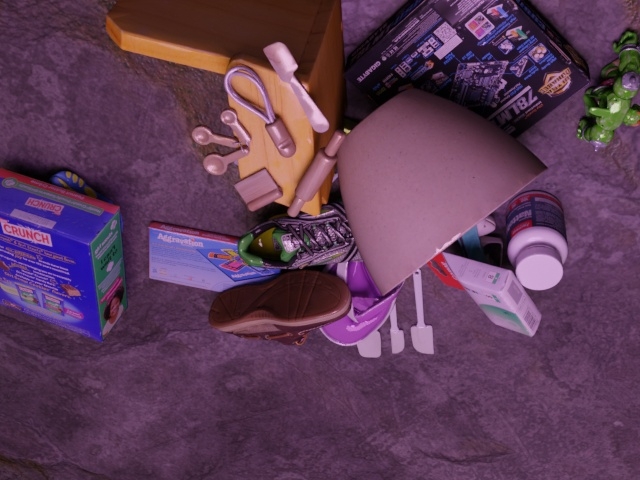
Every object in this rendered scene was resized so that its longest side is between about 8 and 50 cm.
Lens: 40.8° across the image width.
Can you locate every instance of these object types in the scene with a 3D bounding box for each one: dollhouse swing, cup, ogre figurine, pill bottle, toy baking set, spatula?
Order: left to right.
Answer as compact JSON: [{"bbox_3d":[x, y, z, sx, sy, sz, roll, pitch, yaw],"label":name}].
[{"bbox_3d":[-0.132,-0.250,1.359,0.304,0.347,0.315,1,128,8],"label":"dollhouse swing"},{"bbox_3d":[-0.068,-0.140,1.191,0.196,0.030,0.256,30,127,-13],"label":"toy baking set"},{"bbox_3d":[0.151,0.158,1.832,0.168,0.019,0.242,-1,127,12],"label":"spatula"},{"bbox_3d":[0.160,-0.102,1.391,0.331,0.331,0.237,-42,83,33],"label":"cup"},{"bbox_3d":[0.393,0.001,1.563,0.107,0.180,0.108,5,128,6],"label":"pill bottle"},{"bbox_3d":[0.474,-0.228,1.411,0.096,0.118,0.197,31,127,-13],"label":"ogre figurine"}]

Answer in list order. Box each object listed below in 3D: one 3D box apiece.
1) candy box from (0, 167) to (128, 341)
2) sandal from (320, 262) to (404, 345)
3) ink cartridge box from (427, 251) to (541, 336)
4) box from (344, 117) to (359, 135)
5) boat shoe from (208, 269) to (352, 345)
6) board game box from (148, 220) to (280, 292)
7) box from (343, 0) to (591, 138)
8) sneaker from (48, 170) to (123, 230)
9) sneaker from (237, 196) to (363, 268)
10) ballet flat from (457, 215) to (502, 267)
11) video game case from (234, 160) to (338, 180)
[{"bbox_3d":[-0.542,0.033,1.746,0.268,0.122,0.317,19,139,9],"label":"candy box"},{"bbox_3d":[0.098,0.071,1.713,0.169,0.102,0.416,25,124,-5],"label":"sandal"},{"bbox_3d":[0.279,0.090,1.598,0.224,0.056,0.181,15,159,40],"label":"ink cartridge box"},{"bbox_3d":[0.085,-0.154,1.589,0.178,0.042,0.109,20,128,-4],"label":"box"},{"bbox_3d":[-0.068,0.151,1.768,0.342,0.123,0.123,-13,139,31],"label":"boat shoe"},{"bbox_3d":[-0.222,0.047,1.808,0.281,0.027,0.145,11,130,2],"label":"board game box"},{"bbox_3d":[0.241,-0.284,1.439,0.293,0.073,0.295,37,127,-21],"label":"box"},{"bbox_3d":[-0.478,-0.067,1.754,0.078,0.067,0.188,-15,127,46],"label":"sneaker"},{"bbox_3d":[0.000,0.000,1.612,0.343,0.146,0.134,-15,95,29],"label":"sneaker"},{"bbox_3d":[0.299,-0.005,1.646,0.087,0.083,0.247,-19,127,9],"label":"ballet flat"},{"bbox_3d":[-0.056,-0.147,1.584,0.173,0.022,0.190,28,152,-11],"label":"video game case"}]
